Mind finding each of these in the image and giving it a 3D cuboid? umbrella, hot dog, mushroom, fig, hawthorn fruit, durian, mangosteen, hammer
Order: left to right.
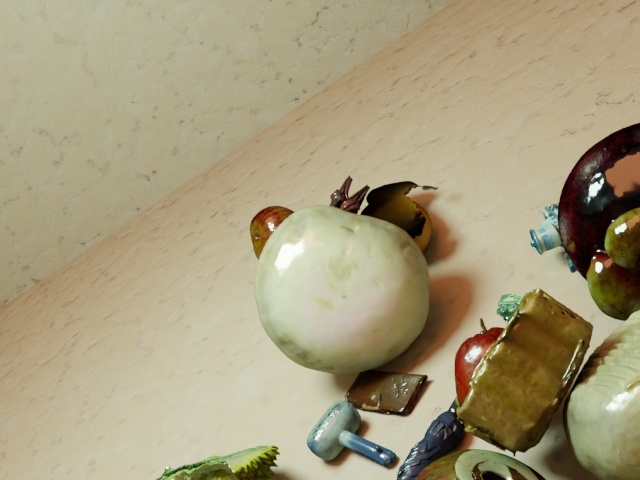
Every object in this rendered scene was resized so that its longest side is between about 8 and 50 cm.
[{"bbox_3d":[-0.196,0.446,1.744,0.352,0.169,0.158,-27,37,47],"label":"durian"},{"bbox_3d":[-0.108,-0.027,2.436,0.148,0.149,0.202,-39,6,39],"label":"fig"},{"bbox_3d":[0.045,0.079,1.864,0.353,0.325,0.353,-18,26,9],"label":"mushroom"},{"bbox_3d":[0.066,0.370,1.685,0.194,0.069,0.116,14,55,48],"label":"hammer"},{"bbox_3d":[0.194,-0.032,2.125,0.194,0.107,0.326,-15,24,21],"label":"hot dog"},{"bbox_3d":[0.204,0.340,1.564,0.071,0.071,0.248,-8,35,45],"label":"umbrella"},{"bbox_3d":[0.291,0.215,1.535,0.148,0.172,0.148,-19,-4,-1],"label":"hawthorn fruit"},{"bbox_3d":[0.532,-0.026,1.456,0.307,0.307,0.347,-24,24,25],"label":"mangosteen"}]

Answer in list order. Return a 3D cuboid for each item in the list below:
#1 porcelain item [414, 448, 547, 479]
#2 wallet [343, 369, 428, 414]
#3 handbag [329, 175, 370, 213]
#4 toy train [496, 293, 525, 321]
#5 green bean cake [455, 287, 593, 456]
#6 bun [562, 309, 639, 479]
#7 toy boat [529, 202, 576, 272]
[{"bbox_3d":[0.223,0.428,1.274,0.253,0.253,0.253,-29,28,17],"label":"porcelain item"},{"bbox_3d":[0.122,0.291,1.774,0.176,0.026,0.095,-2,46,51],"label":"wallet"},{"bbox_3d":[0.001,0.001,2.174,0.260,0.084,0.275,-53,-4,-28],"label":"handbag"},{"bbox_3d":[0.373,0.125,1.724,0.083,0.033,0.053,-10,34,42],"label":"toy train"},{"bbox_3d":[0.302,0.202,1.350,0.229,0.131,0.224,-57,-15,-5],"label":"green bean cake"},{"bbox_3d":[0.488,0.207,1.223,0.361,0.213,0.361,-41,-5,-4],"label":"bun"},{"bbox_3d":[0.456,0.002,1.750,0.102,0.088,0.215,-23,26,7],"label":"toy boat"}]
